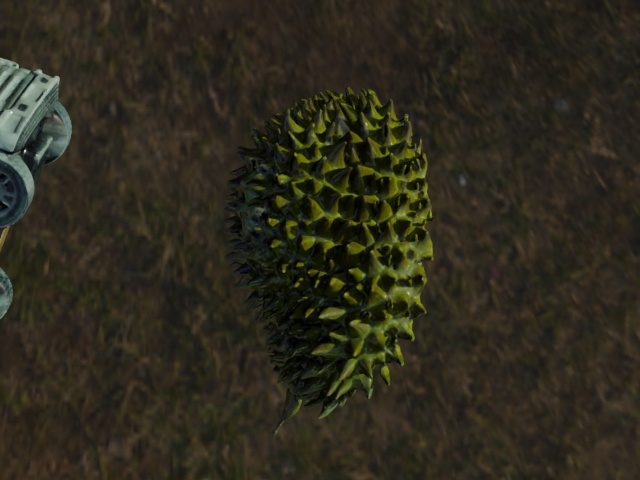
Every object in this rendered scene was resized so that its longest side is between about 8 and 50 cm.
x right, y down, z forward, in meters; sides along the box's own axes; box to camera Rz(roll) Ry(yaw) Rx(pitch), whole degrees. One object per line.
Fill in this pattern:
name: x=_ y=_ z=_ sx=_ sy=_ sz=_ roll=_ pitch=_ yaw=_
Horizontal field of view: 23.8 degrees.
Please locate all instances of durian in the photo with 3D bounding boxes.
durian: x=-0.005 y=-0.003 z=0.926 sx=0.095 sy=0.221 sz=0.137 roll=11 pitch=157 yaw=-37

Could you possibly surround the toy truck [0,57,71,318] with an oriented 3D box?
toy truck: x=-0.181 y=-0.001 z=0.623 sx=0.115 sy=0.080 sz=0.178 roll=24 pitch=114 yaw=-6
